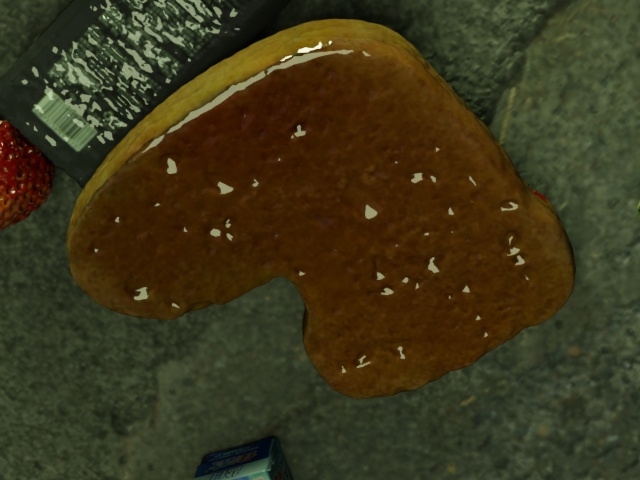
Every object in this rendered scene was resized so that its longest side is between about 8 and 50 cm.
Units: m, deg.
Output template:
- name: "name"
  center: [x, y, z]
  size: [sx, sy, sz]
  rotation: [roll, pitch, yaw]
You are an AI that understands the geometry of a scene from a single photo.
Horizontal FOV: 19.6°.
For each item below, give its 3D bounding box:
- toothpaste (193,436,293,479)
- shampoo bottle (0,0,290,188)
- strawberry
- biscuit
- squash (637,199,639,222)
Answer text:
- name: "toothpaste"
  center: [-0.018, 0.274, 1.330]
  size: [0.066, 0.053, 0.272]
  rotation: [-16, 109, 13]
- name: "shampoo bottle"
  center: [-0.070, -0.165, 1.143]
  size: [0.098, 0.071, 0.309]
  rotation: [43, 111, -10]
- name: "strawberry"
  center: [-0.212, -0.039, 1.212]
  size: [0.073, 0.083, 0.073]
  rotation: [0, 118, 0]
- name: "biscuit"
  center: [0.000, -0.001, 1.192]
  size: [0.262, 0.052, 0.277]
  rotation: [-37, 117, 17]
- name: "squash"
  center: [0.328, 0.000, 1.164]
  size: [0.258, 0.069, 0.069]
  rotation: [4, 113, 6]
